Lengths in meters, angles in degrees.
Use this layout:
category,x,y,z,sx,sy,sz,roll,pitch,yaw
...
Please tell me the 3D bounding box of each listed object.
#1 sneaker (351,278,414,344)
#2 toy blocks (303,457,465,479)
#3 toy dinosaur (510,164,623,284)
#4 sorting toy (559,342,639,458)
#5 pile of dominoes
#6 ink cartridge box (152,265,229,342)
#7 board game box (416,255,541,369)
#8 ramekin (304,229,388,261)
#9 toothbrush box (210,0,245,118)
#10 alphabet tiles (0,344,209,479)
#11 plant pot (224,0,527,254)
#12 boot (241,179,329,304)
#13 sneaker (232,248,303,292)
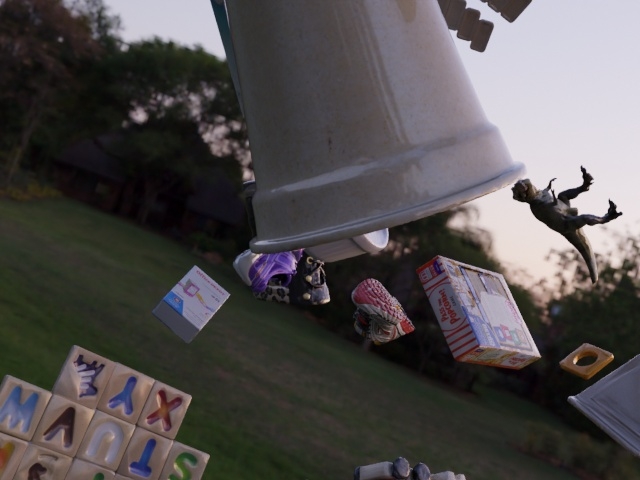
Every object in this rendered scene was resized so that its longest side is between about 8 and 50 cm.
category,x,y,z,sx,sy,sz,roll,pitch,yaw
sneaker,0.102,0.144,1.704,0.088,0.092,0.225,60,6,30
toy blocks,0.066,0.418,1.035,0.288,0.260,0.309,24,-34,-34
toy dinosaur,0.420,-0.046,1.530,0.268,0.118,0.064,41,17,-27
sorting toy,0.491,0.237,1.363,0.047,0.196,0.347,66,-9,-24
pile of dominoes,0.246,-0.467,1.597,0.251,0.196,0.040,35,33,-11
ink cartridge box,-0.236,0.115,1.703,0.088,0.052,0.122,41,36,-2
board game box,0.232,0.107,1.347,0.045,0.147,0.193,-36,-31,28
ramekin,0.011,-0.082,1.751,0.127,0.273,0.273,-26,-22,19
toothbrush box,-0.038,-0.299,1.447,0.216,0.126,0.296,28,-30,30
alphabet tiles,-0.276,0.305,1.035,0.285,0.343,0.011,33,-18,-36
plant pot,0.036,-0.179,1.067,0.333,0.306,0.334,-16,7,2
boot,0.000,0.000,2.090,0.377,0.284,0.138,2,5,18
sneaker,-0.052,0.024,1.299,0.170,0.071,0.068,-32,4,-43
